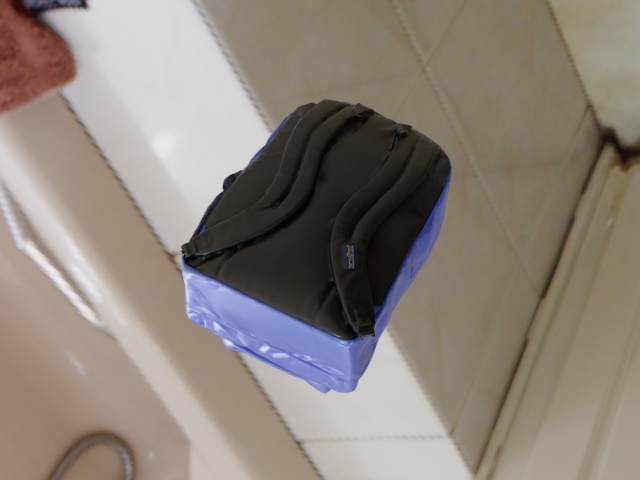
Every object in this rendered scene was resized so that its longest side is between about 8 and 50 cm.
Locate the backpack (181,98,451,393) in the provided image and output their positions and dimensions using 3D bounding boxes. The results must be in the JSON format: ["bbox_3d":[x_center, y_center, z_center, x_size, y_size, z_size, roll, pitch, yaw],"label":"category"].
[{"bbox_3d":[0.000,0.000,0.558,0.098,0.120,0.101,26,153,8],"label":"backpack"}]
